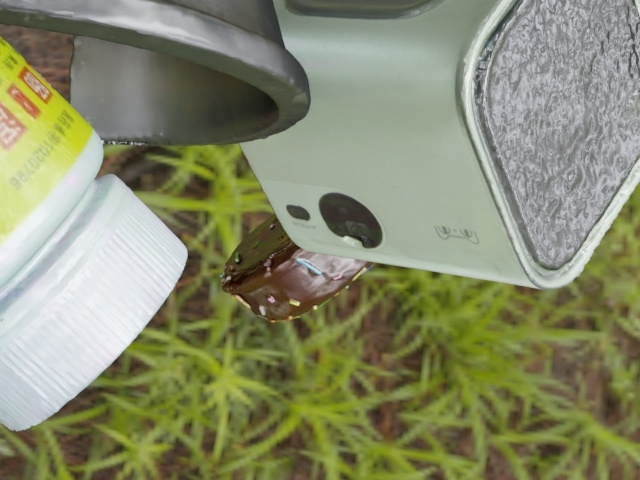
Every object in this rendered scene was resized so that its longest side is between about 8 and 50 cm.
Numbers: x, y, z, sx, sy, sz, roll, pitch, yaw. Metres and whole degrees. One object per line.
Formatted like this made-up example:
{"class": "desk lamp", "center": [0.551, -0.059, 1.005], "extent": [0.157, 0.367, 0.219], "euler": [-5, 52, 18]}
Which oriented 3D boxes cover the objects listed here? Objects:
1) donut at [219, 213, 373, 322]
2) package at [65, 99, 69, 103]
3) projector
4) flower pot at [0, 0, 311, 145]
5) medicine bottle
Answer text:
{"class": "donut", "center": [0.000, 0.000, 1.844], "extent": [0.089, 0.235, 0.235], "euler": [51, 60, -11]}
{"class": "package", "center": [-0.322, -0.055, 1.988], "extent": [0.030, 0.154, 0.239], "euler": [4, 86, 1]}
{"class": "projector", "center": [0.101, -0.124, 1.345], "extent": [0.248, 0.249, 0.248], "euler": [-52, 133, -31]}
{"class": "flower pot", "center": [-0.176, -0.220, 1.150], "extent": [0.379, 0.379, 0.251], "euler": [14, 79, -39]}
{"class": "medicine bottle", "center": [-0.182, -0.031, 0.777], "extent": [0.225, 0.139, 0.139], "euler": [46, 62, -15]}
